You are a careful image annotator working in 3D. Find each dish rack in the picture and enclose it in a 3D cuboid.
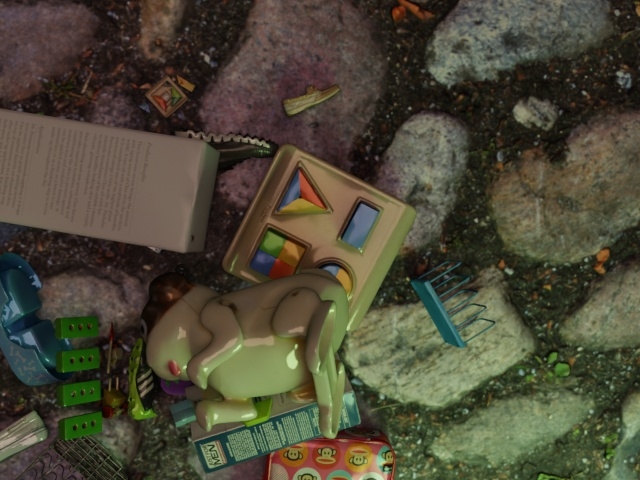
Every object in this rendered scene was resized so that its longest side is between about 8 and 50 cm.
[{"bbox_3d":[-0.565,0.547,1.727,0.208,0.074,0.271,45,85,-7],"label":"dish rack"}]

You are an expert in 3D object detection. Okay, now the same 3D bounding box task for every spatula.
[{"bbox_3d":[-0.313,0.200,1.765,0.084,0.030,0.296,0,91,-10],"label":"spatula"}]

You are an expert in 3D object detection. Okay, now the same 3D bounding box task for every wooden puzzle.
[{"bbox_3d":[0.000,0.000,1.752,0.348,0.080,0.322,26,96,-7],"label":"wooden puzzle"},{"bbox_3d":[-0.341,-0.321,1.758,0.078,0.014,0.116,41,87,-6],"label":"wooden puzzle"}]

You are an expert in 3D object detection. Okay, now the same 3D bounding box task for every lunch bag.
[{"bbox_3d":[0.012,0.547,1.772,0.293,0.120,0.258,7,95,-5],"label":"lunch bag"}]

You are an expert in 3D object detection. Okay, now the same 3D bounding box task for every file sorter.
[{"bbox_3d":[0.300,0.139,1.791,0.104,0.118,0.170,-31,94,-9],"label":"file sorter"}]

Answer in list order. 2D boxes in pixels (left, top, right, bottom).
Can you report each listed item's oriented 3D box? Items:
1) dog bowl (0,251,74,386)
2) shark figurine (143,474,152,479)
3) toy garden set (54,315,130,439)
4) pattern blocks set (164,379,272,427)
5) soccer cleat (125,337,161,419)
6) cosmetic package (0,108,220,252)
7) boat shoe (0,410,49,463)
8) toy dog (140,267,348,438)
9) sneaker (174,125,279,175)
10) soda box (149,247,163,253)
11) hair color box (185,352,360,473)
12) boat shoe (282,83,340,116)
[{"bbox_3d":[-0.625,0.174,1.670,0.074,0.166,0.297,-25,94,6],"label":"dog bowl"},{"bbox_3d":[-0.371,0.644,1.753,0.116,0.166,0.278,-36,114,20],"label":"shark figurine"},{"bbox_3d":[-0.492,0.284,1.685,0.049,0.204,0.244,-6,84,25],"label":"toy garden set"},{"bbox_3d":[-0.175,0.273,1.692,0.325,0.285,0.026,-11,137,-7],"label":"pattern blocks set"},{"bbox_3d":[-0.389,0.305,1.751,0.072,0.060,0.178,6,84,-34],"label":"soccer cleat"},{"bbox_3d":[-0.459,-0.121,1.637,0.453,0.161,0.230,10,89,5],"label":"cosmetic package"},{"bbox_3d":[-0.704,0.445,1.711,0.226,0.083,0.075,-26,82,-17],"label":"boat shoe"},{"bbox_3d":[-0.162,0.177,1.572,0.408,0.284,0.395,1,51,11],"label":"toy dog"},{"bbox_3d":[-0.209,-0.188,1.749,0.234,0.078,0.106,6,99,-8],"label":"sneaker"},{"bbox_3d":[-0.328,-0.062,1.744,0.063,0.058,0.183,33,88,-5],"label":"soda box"},{"bbox_3d":[-0.106,0.358,1.712,0.347,0.174,0.105,-16,122,-6],"label":"hair color box"},{"bbox_3d":[-0.021,-0.324,1.776,0.135,0.050,0.045,-26,99,-5],"label":"boat shoe"}]
